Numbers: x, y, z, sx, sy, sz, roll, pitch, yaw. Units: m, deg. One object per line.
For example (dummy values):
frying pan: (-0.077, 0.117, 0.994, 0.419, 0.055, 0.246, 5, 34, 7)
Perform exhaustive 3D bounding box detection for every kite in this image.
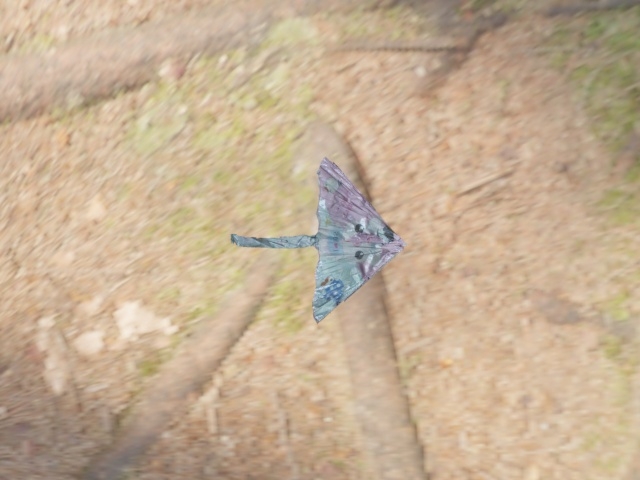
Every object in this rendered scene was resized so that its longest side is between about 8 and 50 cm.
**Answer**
kite: (0.000, 0.000, 1.551, 0.156, 0.011, 0.139, 0, 89, -20)
